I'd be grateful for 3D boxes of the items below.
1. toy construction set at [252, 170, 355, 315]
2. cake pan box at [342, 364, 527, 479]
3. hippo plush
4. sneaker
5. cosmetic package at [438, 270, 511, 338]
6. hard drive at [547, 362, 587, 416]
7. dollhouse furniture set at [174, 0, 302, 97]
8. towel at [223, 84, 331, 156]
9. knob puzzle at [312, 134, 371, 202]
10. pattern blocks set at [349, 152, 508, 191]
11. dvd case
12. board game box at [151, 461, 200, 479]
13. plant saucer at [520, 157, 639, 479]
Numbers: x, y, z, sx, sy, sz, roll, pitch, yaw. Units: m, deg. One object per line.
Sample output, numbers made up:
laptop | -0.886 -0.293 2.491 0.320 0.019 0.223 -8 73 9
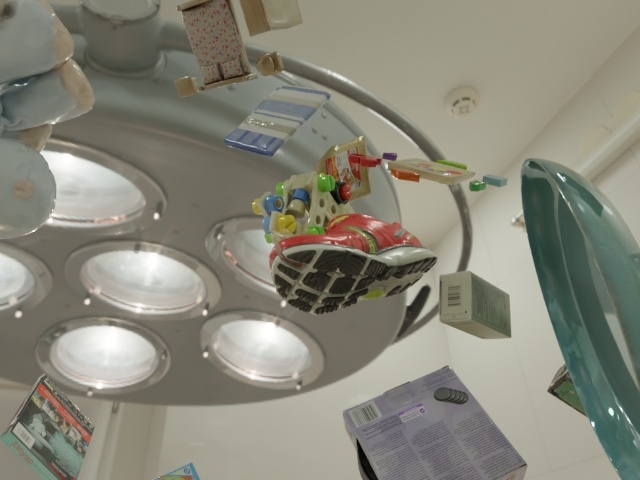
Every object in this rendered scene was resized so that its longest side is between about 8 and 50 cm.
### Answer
toy construction set | 0.000 0.000 0.956 0.151 0.214 0.327 6 -38 24
cake pan box | 0.200 0.386 0.931 0.267 0.245 0.070 -19 -54 -15
hippo plush | -0.371 -0.126 0.486 0.294 0.236 0.234 10 -44 -41
sneaker | 0.032 0.017 0.645 0.279 0.118 0.107 2 -46 -47
cosmetic package | 0.189 0.081 0.599 0.041 0.060 0.115 -13 -28 39
hard drive | 0.532 0.229 0.768 0.237 0.064 0.338 32 -29 22
dollhouse furniture set | -0.245 -0.483 1.059 0.356 0.174 0.303 -6 -68 25
towel | -0.122 -0.347 1.414 0.209 0.285 0.034 20 -31 36
knob puzzle | 0.049 -0.168 1.324 0.213 0.213 0.030 -26 -29 29
pattern blocks set | 0.261 -0.166 1.185 0.286 0.325 0.026 -11 -64 -39
dvd case | -0.272 0.195 0.503 0.013 0.119 0.087 -35 -73 -8
board game box | -0.170 0.319 0.544 0.104 0.154 0.026 -15 -74 -25
plant saucer | 0.259 0.069 0.466 0.044 0.317 0.317 -16 -39 15
